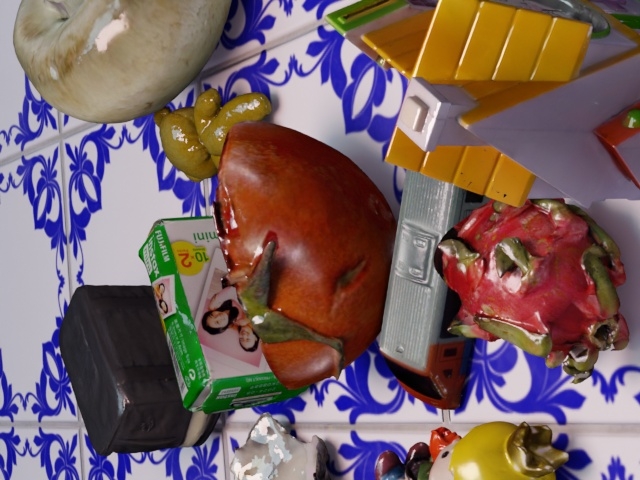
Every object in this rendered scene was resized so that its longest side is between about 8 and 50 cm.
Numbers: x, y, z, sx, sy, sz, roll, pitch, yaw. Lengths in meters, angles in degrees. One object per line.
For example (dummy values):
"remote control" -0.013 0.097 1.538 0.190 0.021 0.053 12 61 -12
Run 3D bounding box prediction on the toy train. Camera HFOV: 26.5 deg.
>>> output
"toy train" 0.128 -0.016 1.427 0.086 0.089 0.409 25 112 48

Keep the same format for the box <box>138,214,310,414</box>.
"box" -0.117 0.088 1.716 0.103 0.180 0.250 -48 54 51

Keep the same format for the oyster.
"oyster" -0.041 0.369 1.686 0.275 0.100 0.271 -119 43 -53

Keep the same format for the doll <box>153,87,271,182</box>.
"doll" -0.127 -0.144 1.822 0.209 0.097 0.137 -7 117 41

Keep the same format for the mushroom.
"mushroom" -0.268 -0.322 1.814 0.352 0.260 0.352 -32 36 26

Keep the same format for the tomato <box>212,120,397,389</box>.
"tomato" 0.005 0.001 1.521 0.170 0.309 0.309 -9 82 13

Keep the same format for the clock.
"clock" 0.174 -0.140 1.151 0.235 0.309 0.166 48 130 44

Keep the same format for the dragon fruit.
"dragon fruit" 0.201 0.044 1.264 0.172 0.160 0.166 44 108 44

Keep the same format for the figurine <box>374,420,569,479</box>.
"figurine" 0.149 0.239 1.389 0.234 0.127 0.185 107 151 -42

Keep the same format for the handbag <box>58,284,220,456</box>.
"handbag" -0.249 0.183 1.913 0.254 0.181 0.181 61 139 37
